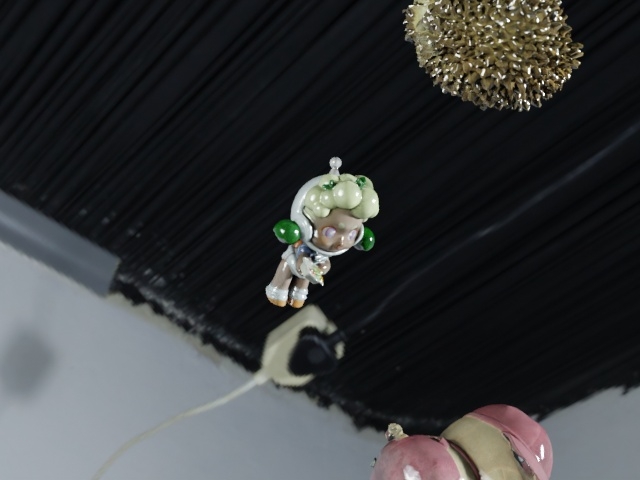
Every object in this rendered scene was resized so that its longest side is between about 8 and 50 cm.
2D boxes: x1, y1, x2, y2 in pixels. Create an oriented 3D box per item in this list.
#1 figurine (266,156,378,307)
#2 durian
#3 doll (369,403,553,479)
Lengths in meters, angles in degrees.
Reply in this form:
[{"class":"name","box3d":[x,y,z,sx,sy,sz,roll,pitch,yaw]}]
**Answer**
[{"class":"figurine","box3d":[0.001,0.000,1.198,0.147,0.197,0.093,5,24,-39]},{"class":"durian","box3d":[0.184,-0.216,1.042,0.196,0.167,0.196,20,48,-24]},{"class":"doll","box3d":[0.191,0.306,1.283,0.256,0.152,0.196,-13,42,-30]}]
